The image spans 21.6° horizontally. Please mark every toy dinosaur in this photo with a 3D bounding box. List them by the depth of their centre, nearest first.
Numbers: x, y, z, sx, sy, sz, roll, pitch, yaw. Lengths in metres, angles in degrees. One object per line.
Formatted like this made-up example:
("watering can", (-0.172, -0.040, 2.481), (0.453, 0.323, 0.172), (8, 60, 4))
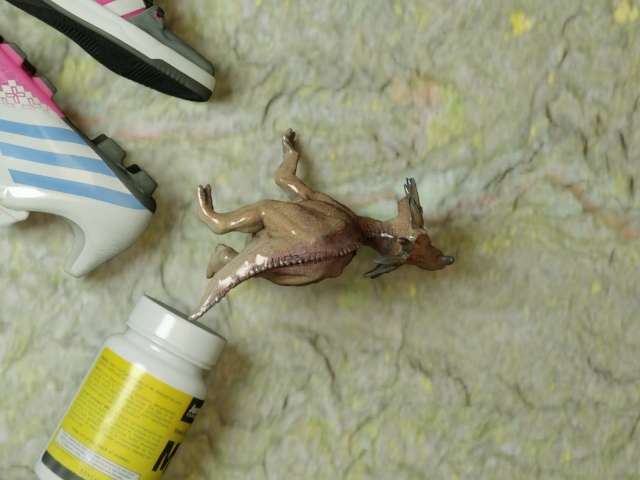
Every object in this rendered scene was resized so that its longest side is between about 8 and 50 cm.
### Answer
("toy dinosaur", (0.000, 0.000, 1.646), (0.200, 0.295, 0.127), (21, 120, 25))

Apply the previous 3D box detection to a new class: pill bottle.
("pill bottle", (-0.186, 0.167, 1.670), (0.119, 0.119, 0.208), (30, 89, -12))

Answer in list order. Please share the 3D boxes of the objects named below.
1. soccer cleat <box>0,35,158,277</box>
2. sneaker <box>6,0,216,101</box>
("soccer cleat", (-0.307, -0.101, 1.628), (0.331, 0.116, 0.143), (44, 85, -11))
("sneaker", (-0.197, -0.274, 1.640), (0.295, 0.124, 0.178), (33, 77, -28))
